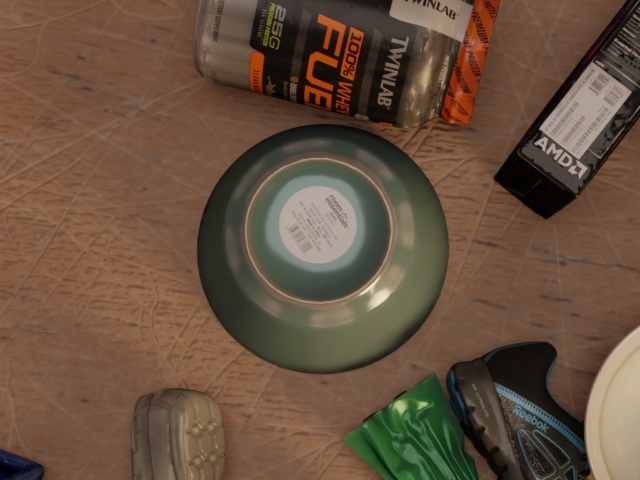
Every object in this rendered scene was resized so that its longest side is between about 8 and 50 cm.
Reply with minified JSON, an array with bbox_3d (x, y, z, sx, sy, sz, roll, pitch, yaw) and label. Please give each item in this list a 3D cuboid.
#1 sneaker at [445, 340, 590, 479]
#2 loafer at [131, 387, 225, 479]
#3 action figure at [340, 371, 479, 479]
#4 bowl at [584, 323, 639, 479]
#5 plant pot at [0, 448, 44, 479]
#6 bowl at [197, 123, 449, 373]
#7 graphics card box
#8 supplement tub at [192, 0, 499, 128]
[{"bbox_3d":[0.272,0.280,1.883,0.139,0.125,0.341,-22,84,-5],"label":"sneaker"},{"bbox_3d":[-0.173,0.335,1.910,0.111,0.112,0.320,-5,81,37],"label":"loafer"},{"bbox_3d":[0.142,0.291,1.916,0.137,0.063,0.232,-34,88,-4],"label":"action figure"},{"bbox_3d":[0.448,0.224,1.879,0.297,0.134,0.298,0,81,2],"label":"bowl"},{"bbox_3d":[-0.478,0.329,1.852,0.236,0.236,0.212,20,89,4],"label":"plant pot"},{"bbox_3d":[0.000,0.000,1.911,0.311,0.163,0.312,0,83,2],"label":"bowl"},{"bbox_3d":[0.356,-0.203,1.890,0.094,0.233,0.371,37,86,2],"label":"graphics card box"},{"bbox_3d":[0.032,-0.254,1.921,0.338,0.207,0.207,14,83,4],"label":"supplement tub"}]
